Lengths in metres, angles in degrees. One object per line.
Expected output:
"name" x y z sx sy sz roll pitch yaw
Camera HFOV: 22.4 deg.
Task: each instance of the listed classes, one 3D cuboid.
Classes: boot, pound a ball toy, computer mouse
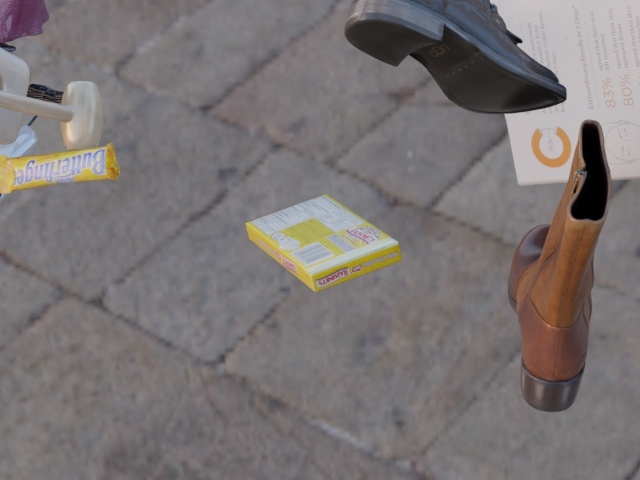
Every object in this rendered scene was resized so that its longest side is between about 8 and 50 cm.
"boot" 0.128 -0.249 1.423 0.091 0.263 0.229 -16 59 48
"boot" 0.246 -0.007 1.671 0.096 0.280 0.264 9 41 9
"pound a ball toy" -0.392 -0.190 1.658 0.208 0.319 0.135 -5 71 34
"computer mouse" -0.363 -0.109 1.856 0.106 0.042 0.193 19 65 27

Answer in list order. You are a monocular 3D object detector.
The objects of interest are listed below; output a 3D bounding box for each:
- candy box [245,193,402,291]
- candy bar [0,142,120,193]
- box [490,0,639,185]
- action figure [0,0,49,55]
"candy box" 0.000 0.000 1.770 0.105 0.027 0.206 -18 22 -16
"candy bar" -0.266 -0.074 1.638 0.161 0.040 0.018 -4 4 33
"box" 0.377 -0.188 1.725 0.345 0.215 0.168 -1 15 40
"action figure" -0.404 -0.410 1.856 0.276 0.370 0.248 -18 40 -22
